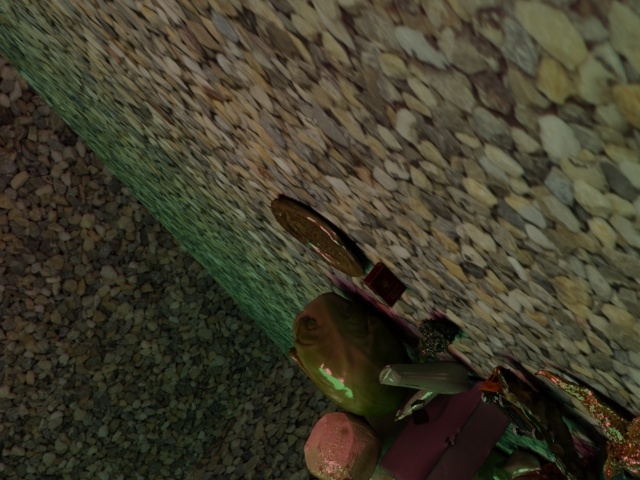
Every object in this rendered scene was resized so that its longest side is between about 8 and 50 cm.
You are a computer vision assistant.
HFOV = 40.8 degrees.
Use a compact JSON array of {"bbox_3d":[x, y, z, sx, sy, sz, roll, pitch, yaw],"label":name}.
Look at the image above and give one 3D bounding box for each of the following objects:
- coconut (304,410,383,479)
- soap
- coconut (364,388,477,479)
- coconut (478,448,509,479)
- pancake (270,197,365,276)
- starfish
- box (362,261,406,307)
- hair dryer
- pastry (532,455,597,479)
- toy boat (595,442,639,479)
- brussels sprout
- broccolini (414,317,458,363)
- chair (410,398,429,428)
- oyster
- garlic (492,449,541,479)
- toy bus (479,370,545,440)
[{"bbox_3d":[0.061,0.506,2.111,0.194,0.194,0.194,37,168,10],"label":"coconut"},{"bbox_3d":[0.286,0.453,1.982,0.107,0.296,0.285,41,169,-9],"label":"soap"},{"bbox_3d":[0.267,0.568,2.331,0.344,0.415,0.415,-13,131,44],"label":"coconut"},{"bbox_3d":[0.507,0.730,2.560,0.224,0.224,0.224,37,168,10],"label":"coconut"},{"bbox_3d":[0.000,-0.001,1.809,0.250,0.031,0.250,36,167,9],"label":"pancake"},{"bbox_3d":[0.524,0.362,1.455,0.301,0.084,0.293,18,154,50],"label":"starfish"},{"bbox_3d":[0.127,0.089,1.706,0.082,0.051,0.023,45,166,-27],"label":"box"},{"bbox_3d":[0.202,0.351,1.961,0.206,0.075,0.237,5,140,-21],"label":"hair dryer"},{"bbox_3d":[0.550,0.587,1.792,0.275,0.275,0.193,33,171,26],"label":"pastry"},{"bbox_3d":[0.600,0.461,1.652,0.185,0.077,0.075,32,168,-11],"label":"toy boat"},{"bbox_3d":[0.084,0.285,2.096,0.328,0.247,0.328,51,172,10],"label":"brussels sprout"},{"bbox_3d":[0.236,0.239,1.873,0.079,0.074,0.392,36,168,14],"label":"broccolini"},{"bbox_3d":[0.225,0.395,1.947,0.086,0.037,0.042,82,171,-57],"label":"chair"},{"bbox_3d":[0.440,0.366,1.649,0.345,0.078,0.129,54,-170,-9],"label":"oyster"},{"bbox_3d":[0.590,0.656,2.261,0.292,0.210,0.237,-169,65,-74],"label":"garlic"},{"bbox_3d":[0.400,0.335,1.740,0.162,0.074,0.069,46,159,-18],"label":"toy bus"}]
